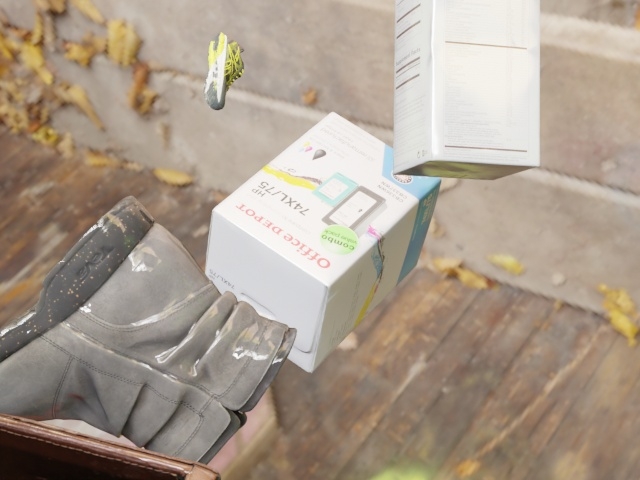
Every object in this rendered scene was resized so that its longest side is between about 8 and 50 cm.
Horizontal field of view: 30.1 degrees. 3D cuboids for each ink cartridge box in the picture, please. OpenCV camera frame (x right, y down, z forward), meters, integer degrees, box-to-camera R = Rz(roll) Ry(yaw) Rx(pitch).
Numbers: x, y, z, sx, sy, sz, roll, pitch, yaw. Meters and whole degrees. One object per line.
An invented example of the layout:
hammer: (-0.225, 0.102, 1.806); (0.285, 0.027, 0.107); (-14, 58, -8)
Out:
ink cartridge box: (0.000, 0.000, 1.657); (0.198, 0.270, 0.197); (33, 141, 18)

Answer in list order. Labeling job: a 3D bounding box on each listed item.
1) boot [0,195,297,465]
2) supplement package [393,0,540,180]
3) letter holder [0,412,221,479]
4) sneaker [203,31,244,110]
boot: (-0.197, 0.147, 1.047); (0.223, 0.118, 0.338); (44, 103, -8)
supplement package: (0.170, -0.201, 1.399); (0.139, 0.244, 0.134); (3, 175, -16)
letter holder: (-0.179, 0.256, 0.737); (0.215, 0.152, 0.301); (14, 137, 12)
sneaker: (-0.090, -0.162, 1.151); (0.035, 0.083, 0.031); (16, 155, -27)
